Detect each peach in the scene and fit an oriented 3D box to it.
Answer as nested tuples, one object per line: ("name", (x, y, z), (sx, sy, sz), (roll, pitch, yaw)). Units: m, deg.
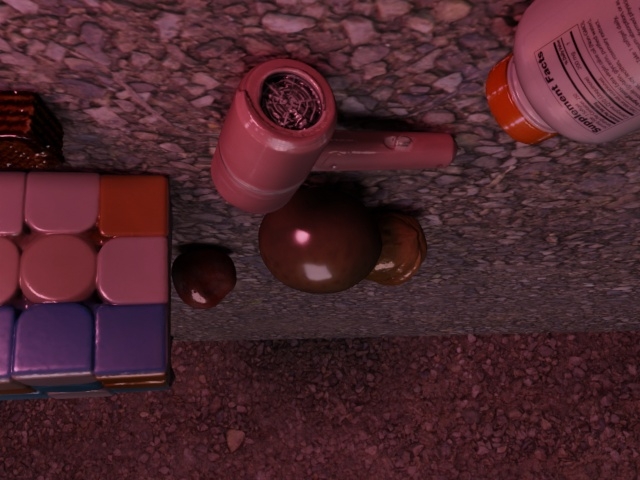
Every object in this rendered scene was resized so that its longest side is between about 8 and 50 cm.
("peach", (-0.282, 0.078, 1.434), (0.152, 0.152, 0.152), (0, 162, 0))

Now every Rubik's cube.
("Rubik's cube", (-0.439, 0.096, 1.088), (0.344, 0.347, 0.346), (-1, 161, -14))

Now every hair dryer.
("hair dryer", (0.043, -0.133, 0.807), (0.352, 0.125, 0.210), (-4, 163, -20))

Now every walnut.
("walnut", (0.130, 0.017, 1.197), (0.167, 0.149, 0.166), (-24, 176, -2))

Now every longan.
("longan", (0.000, 0.000, 1.062), (0.220, 0.196, 0.196), (8, 162, -1))

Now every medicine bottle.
("medicine bottle", (0.281, -0.183, 0.531), (0.157, 0.157, 0.289), (10, 160, -27))

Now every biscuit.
("biscuit", (-0.545, -0.146, 0.805), (0.388, 0.073, 0.107), (1, 164, -1))
